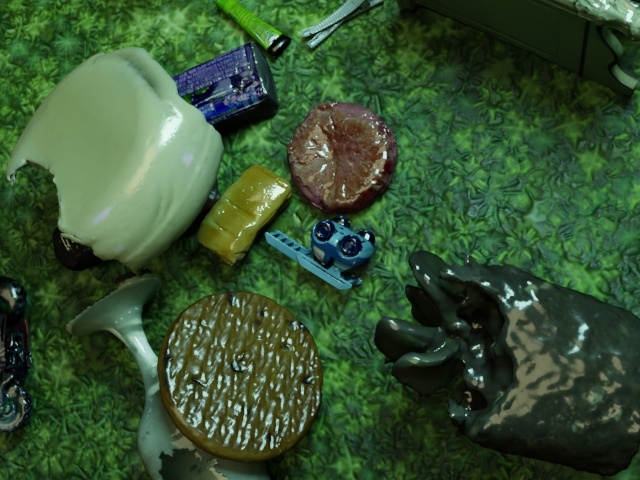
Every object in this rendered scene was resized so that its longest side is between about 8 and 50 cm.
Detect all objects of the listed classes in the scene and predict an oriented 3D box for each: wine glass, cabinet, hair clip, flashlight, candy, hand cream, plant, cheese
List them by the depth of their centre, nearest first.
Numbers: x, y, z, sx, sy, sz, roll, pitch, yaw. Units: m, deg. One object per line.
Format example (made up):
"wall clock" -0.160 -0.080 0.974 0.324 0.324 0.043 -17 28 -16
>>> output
"plant" 0.197 0.129 0.817 0.276 0.199 0.188 19 84 12
"cabinet" 0.268 -0.365 0.853 0.318 0.227 0.290 30 90 19
"cheese" -0.243 -0.102 0.931 0.233 0.127 0.266 -44 55 6
"wine glass" -0.181 0.198 0.954 0.143 0.143 0.321 -38 74 8
"hair clip" 0.025 -0.297 1.015 0.115 0.039 0.030 -35 68 12
"flashlight" -0.249 -0.033 1.038 0.232 0.093 0.093 -26 75 17
"candy" -0.209 -0.168 1.054 0.312 0.061 0.088 -18 76 14
"hand cream" -0.094 -0.295 1.057 0.122 0.023 0.036 41 83 17

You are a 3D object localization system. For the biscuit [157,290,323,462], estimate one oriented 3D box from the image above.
"biscuit" -0.091 0.157 0.916 0.212 0.212 0.036 60 144 16

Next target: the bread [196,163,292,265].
"bread" -0.097 -0.034 0.999 0.074 0.053 0.132 38 83 17

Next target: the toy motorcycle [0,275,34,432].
"toy motorcycle" -0.459 0.159 1.068 0.122 0.082 0.213 -12 78 14

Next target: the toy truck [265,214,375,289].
"toy truck" 0.000 0.000 0.969 0.136 0.063 0.074 33 111 22

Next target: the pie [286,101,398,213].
"pie" 0.024 -0.107 0.985 0.153 0.038 0.154 -3 80 18
